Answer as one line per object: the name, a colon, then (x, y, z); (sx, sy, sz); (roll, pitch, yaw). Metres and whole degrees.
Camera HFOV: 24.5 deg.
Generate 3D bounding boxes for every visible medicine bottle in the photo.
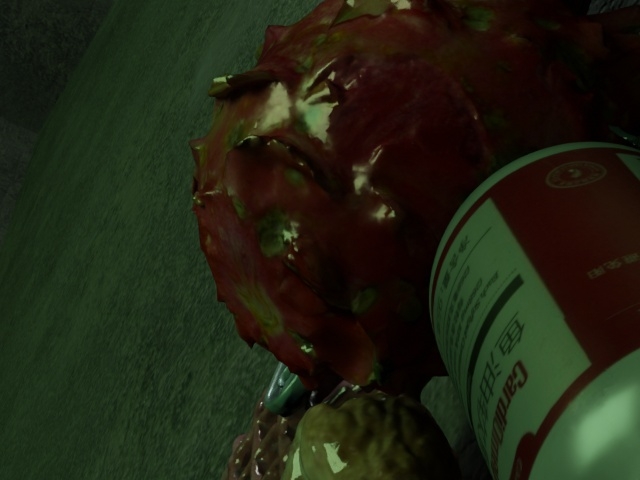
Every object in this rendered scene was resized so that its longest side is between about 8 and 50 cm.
medicine bottle: (0.121, 0.061, 0.526); (0.131, 0.131, 0.250); (-59, 18, 18)

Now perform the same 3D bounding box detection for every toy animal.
toy animal: (0.051, 0.120, 0.716); (0.184, 0.104, 0.185); (-61, 12, -12)

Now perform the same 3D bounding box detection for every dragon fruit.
dragon fruit: (0.063, -0.040, 0.739); (0.268, 0.205, 0.210); (-30, -1, -4)

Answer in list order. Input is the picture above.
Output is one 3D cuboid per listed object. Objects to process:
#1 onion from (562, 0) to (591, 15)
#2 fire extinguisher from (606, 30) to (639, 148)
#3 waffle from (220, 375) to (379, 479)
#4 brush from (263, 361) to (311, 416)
onion: (0.105, -0.250, 0.797); (0.348, 0.347, 0.385); (-84, -12, -46)
fire extinguisher: (0.215, -0.101, 0.537); (0.294, 0.093, 0.118); (-49, 60, 41)
waffle: (-0.021, 0.167, 0.926); (0.221, 0.055, 0.234); (-18, 47, 64)
brush: (0.000, 0.000, 0.986); (0.068, 0.060, 0.297); (-44, 14, 36)
